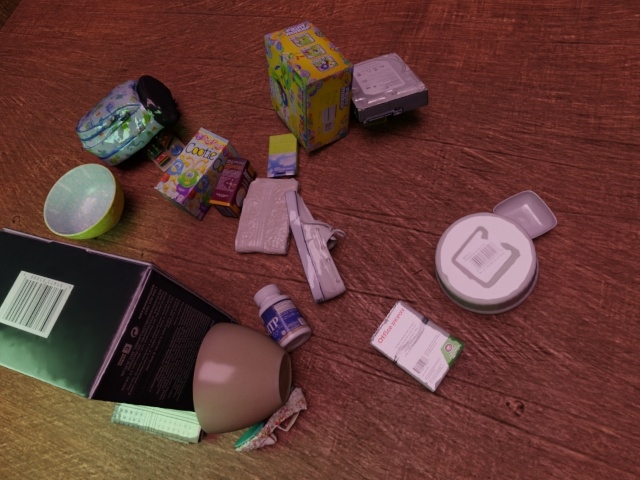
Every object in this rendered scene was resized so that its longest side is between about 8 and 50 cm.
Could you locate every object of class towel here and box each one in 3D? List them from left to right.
[{"bbox_3d":[-0.452,0.432,1.265,0.323,0.056,0.313,5,66,18],"label":"towel"},{"bbox_3d":[-0.178,-0.087,1.409,0.186,0.049,0.283,3,69,15],"label":"towel"}]

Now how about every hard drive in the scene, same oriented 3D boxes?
[{"bbox_3d":[0.203,-0.537,1.427,0.236,0.064,0.339,-16,45,2],"label":"hard drive"}]

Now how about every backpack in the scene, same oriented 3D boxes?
[{"bbox_3d":[-0.752,-0.453,1.590,0.355,0.273,0.290,-44,47,20],"label":"backpack"}]

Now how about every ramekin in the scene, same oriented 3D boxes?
[{"bbox_3d":[0.447,0.057,1.122,0.276,0.135,0.278,-6,75,22],"label":"ramekin"}]

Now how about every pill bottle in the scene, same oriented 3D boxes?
[{"bbox_3d":[-0.119,0.228,1.228,0.112,0.112,0.187,-36,64,-3],"label":"pill bottle"}]

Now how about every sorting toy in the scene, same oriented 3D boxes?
[{"bbox_3d":[-0.617,-0.362,1.628,0.132,0.046,0.274,-45,65,-7],"label":"sorting toy"}]

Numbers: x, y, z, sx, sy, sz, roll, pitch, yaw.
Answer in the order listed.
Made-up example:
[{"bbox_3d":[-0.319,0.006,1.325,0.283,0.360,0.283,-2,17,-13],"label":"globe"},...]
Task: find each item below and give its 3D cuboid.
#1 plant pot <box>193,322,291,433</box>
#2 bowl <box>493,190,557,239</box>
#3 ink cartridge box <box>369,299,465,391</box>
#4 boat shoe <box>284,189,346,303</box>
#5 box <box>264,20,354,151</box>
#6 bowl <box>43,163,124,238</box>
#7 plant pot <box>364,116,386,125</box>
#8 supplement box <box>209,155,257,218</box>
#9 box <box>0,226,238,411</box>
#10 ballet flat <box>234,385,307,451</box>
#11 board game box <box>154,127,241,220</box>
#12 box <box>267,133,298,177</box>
[{"bbox_3d":[-0.183,0.361,1.093,0.190,0.284,0.285,-3,67,11],"label":"plant pot"},{"bbox_3d":[0.596,-0.063,1.212,0.142,0.053,0.142,-27,65,2],"label":"bowl"},{"bbox_3d":[0.261,0.287,1.127,0.208,0.087,0.153,35,80,23],"label":"ink cartridge box"},{"bbox_3d":[0.000,-0.001,1.280,0.156,0.136,0.368,-17,73,-5],"label":"boat shoe"},{"bbox_3d":[-0.043,-0.520,1.404,0.176,0.290,0.279,-27,64,-16],"label":"box"},{"bbox_3d":[-0.834,-0.121,1.518,0.288,0.156,0.290,-5,67,12],"label":"bowl"},{"bbox_3d":[0.187,-0.474,1.468,0.081,0.081,0.084,-9,56,10],"label":"plant pot"},{"bbox_3d":[-0.303,-0.186,1.448,0.080,0.104,0.188,11,71,17],"label":"supplement box"},{"bbox_3d":[-0.555,0.230,1.088,0.478,0.472,0.298,10,69,19],"label":"box"},{"bbox_3d":[-0.129,0.509,1.134,0.241,0.091,0.077,-44,90,-2],"label":"ballet flat"},{"bbox_3d":[-0.431,-0.238,1.479,0.144,0.142,0.276,28,77,22],"label":"board game box"},{"bbox_3d":[-0.134,-0.301,1.489,0.108,0.042,0.179,-5,66,11],"label":"box"}]
